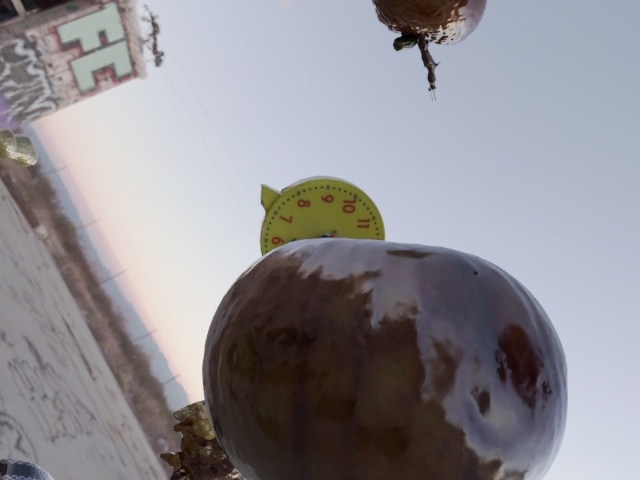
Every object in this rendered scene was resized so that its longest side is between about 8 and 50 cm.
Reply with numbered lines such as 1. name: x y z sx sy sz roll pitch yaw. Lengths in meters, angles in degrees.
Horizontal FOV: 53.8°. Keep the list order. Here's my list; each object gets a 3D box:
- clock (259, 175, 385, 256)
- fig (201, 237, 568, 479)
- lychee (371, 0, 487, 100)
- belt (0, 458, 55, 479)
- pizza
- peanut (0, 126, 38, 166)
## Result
1. clock: 0.002 0.001 1.371 0.071 0.293 0.277 -122 -151 -71
2. fig: 0.042 0.095 0.422 0.235 0.235 0.214 124 -47 -67
3. lychee: 0.106 -0.217 0.584 0.101 0.114 0.140 -12 -93 41
4. belt: -0.366 0.397 0.892 0.359 0.126 0.094 52 21 -53
5. pizza: -0.113 0.245 0.706 0.194 0.154 0.069 -55 -131 27
6. peanut: -0.350 -0.105 0.715 0.037 0.037 0.083 58 0 3
